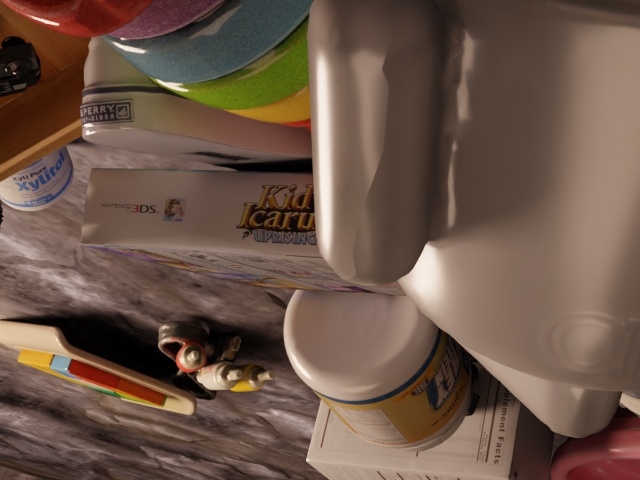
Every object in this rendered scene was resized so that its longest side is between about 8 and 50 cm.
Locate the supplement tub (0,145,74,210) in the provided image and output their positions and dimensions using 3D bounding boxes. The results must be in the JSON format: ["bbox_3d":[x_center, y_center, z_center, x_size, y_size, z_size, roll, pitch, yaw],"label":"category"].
[{"bbox_3d":[-0.247,-0.077,0.804,0.071,0.071,0.107,12,155,5],"label":"supplement tub"}]

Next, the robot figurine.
[{"bbox_3d":[0.125,-0.082,0.396,0.200,0.300,0.353,41,146,39],"label":"robot figurine"}]

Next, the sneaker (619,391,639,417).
[{"bbox_3d":[0.364,0.081,0.803,0.283,0.110,0.122,-2,132,26],"label":"sneaker"}]

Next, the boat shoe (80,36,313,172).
[{"bbox_3d":[-0.045,-0.092,0.630,0.095,0.084,0.258,-2,177,28],"label":"boat shoe"}]

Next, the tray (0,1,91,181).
[{"bbox_3d":[-0.286,-0.181,0.526,0.203,0.076,0.411,-27,139,14],"label":"tray"}]

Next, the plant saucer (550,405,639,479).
[{"bbox_3d":[0.433,0.261,1.114,0.332,0.084,0.332,13,154,6],"label":"plant saucer"}]

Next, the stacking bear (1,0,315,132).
[{"bbox_3d":[-0.015,-0.127,0.498,0.164,0.175,0.289,28,178,40],"label":"stacking bear"}]

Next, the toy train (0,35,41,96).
[{"bbox_3d":[-0.243,-0.088,0.576,0.158,0.027,0.036,-13,152,-5],"label":"toy train"}]

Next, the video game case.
[{"bbox_3d":[0.000,0.000,0.745,0.244,0.061,0.269,2,172,23],"label":"video game case"}]

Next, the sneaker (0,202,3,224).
[{"bbox_3d":[-0.378,-0.051,0.958,0.075,0.057,0.161,20,161,29],"label":"sneaker"}]

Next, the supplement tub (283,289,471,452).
[{"bbox_3d":[0.063,0.114,0.941,0.144,0.144,0.199,2,152,24],"label":"supplement tub"}]

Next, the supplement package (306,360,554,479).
[{"bbox_3d":[0.131,0.225,1.134,0.244,0.139,0.134,-1,149,30],"label":"supplement package"}]

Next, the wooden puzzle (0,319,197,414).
[{"bbox_3d":[-0.316,0.182,1.351,0.239,0.044,0.221,35,158,-34],"label":"wooden puzzle"}]

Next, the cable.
[{"bbox_3d":[-0.164,0.170,1.252,0.139,0.072,0.287,21,154,-16],"label":"cable"}]

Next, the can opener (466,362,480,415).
[{"bbox_3d":[0.089,0.138,1.080,0.186,0.073,0.059,12,159,30],"label":"can opener"}]
